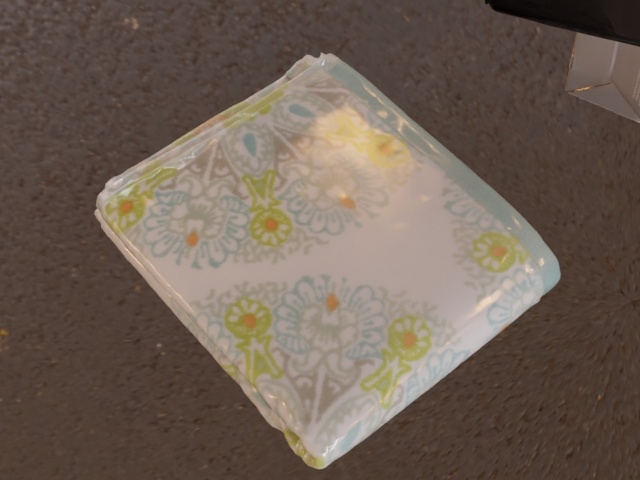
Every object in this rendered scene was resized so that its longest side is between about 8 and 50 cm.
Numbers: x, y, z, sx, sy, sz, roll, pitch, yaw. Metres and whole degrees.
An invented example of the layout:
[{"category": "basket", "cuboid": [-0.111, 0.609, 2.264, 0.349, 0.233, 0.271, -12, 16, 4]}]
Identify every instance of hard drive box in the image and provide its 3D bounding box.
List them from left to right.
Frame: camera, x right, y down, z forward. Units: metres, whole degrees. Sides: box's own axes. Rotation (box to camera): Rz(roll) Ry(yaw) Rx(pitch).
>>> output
[{"category": "hard drive box", "cuboid": [0.342, -0.261, 1.047, 0.089, 0.181, 0.232, 28, 57, 22]}]

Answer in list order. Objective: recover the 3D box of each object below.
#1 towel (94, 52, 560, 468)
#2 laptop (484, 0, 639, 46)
[{"category": "towel", "cuboid": [0.000, 0.000, 1.062, 0.320, 0.090, 0.374, -36, 64, -21]}, {"category": "laptop", "cuboid": [0.349, -0.317, 0.731, 0.408, 0.382, 0.236, -30, 59, -11]}]
